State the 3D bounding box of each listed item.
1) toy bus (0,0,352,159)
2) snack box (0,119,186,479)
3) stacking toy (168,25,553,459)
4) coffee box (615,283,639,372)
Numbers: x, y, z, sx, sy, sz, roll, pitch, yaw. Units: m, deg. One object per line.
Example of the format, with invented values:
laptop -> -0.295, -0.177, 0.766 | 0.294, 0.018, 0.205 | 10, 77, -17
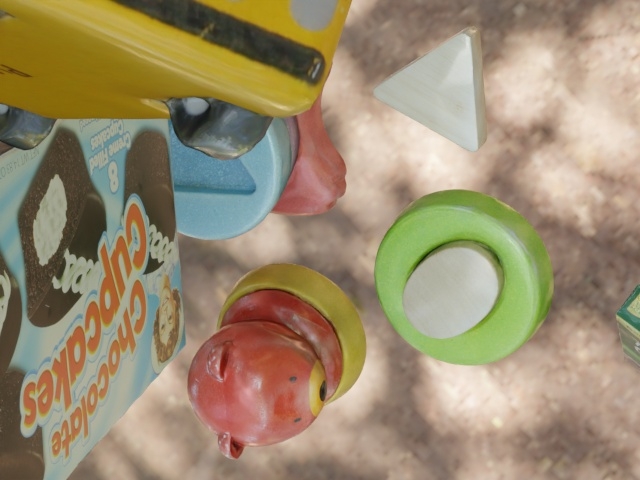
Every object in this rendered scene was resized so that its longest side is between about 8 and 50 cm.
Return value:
toy bus -> -0.105, -0.108, 0.559 | 0.108, 0.130, 0.333 | 21, 173, -29
snack box -> -0.155, 0.028, 0.851 | 0.060, 0.322, 0.187 | 3, 110, 15
stacking toy -> 0.000, 0.000, 1.145 | 0.280, 0.130, 0.309 | -8, 109, 28
coffee box -> 0.329, 0.109, 1.502 | 0.113, 0.040, 0.184 | 39, 174, 20
